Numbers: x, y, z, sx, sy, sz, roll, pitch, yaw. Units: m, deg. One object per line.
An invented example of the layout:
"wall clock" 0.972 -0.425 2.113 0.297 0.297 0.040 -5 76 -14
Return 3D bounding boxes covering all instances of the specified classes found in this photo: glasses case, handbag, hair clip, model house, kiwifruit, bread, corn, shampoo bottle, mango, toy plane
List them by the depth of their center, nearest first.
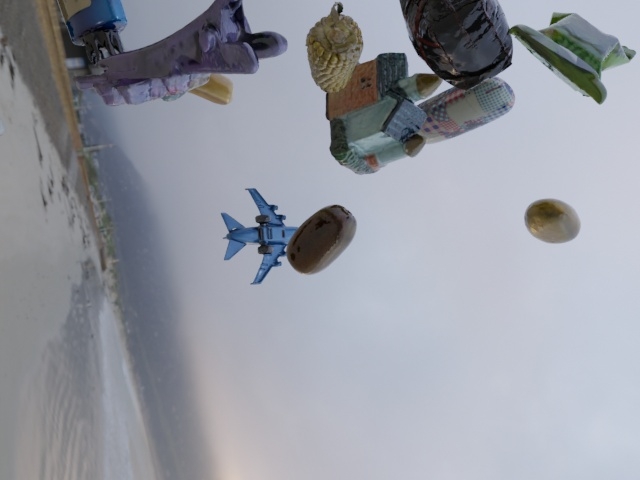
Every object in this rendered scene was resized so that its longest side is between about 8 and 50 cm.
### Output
"hair clip" -0.154 -0.190 0.563 0.278 0.137 0.091 -13 -66 35
"shampoo bottle" -0.282 -0.304 0.630 0.087 0.050 0.183 -11 -80 29
"kiwifruit" 0.000 0.000 0.795 0.124 0.075 0.075 -42 -128 15
"handbag" 0.232 -0.387 0.928 0.169 0.155 0.216 45 22 -42
"corn" 0.021 -0.342 0.981 0.293 0.106 0.107 -121 -160 -85
"model house" 0.165 -0.305 1.211 0.291 0.184 0.254 -11 -109 44
"mango" 0.590 -0.055 1.338 0.098 0.137 0.195 -70 156 -11
"glasses case" 0.353 -0.338 1.390 0.327 0.125 0.076 -16 -131 52
"toy plane" -0.133 -0.014 1.399 0.105 0.271 0.255 -13 -99 61
"bread" -0.368 -0.518 1.740 0.134 0.173 0.085 2 -107 68

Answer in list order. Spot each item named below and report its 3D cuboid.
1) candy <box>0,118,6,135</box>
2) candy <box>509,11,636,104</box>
"candy" -0.712 -0.301 0.860 0.359 0.207 0.145 63 -11 -1
"candy" 0.357 -0.264 0.740 0.149 0.246 0.069 42 -40 12
